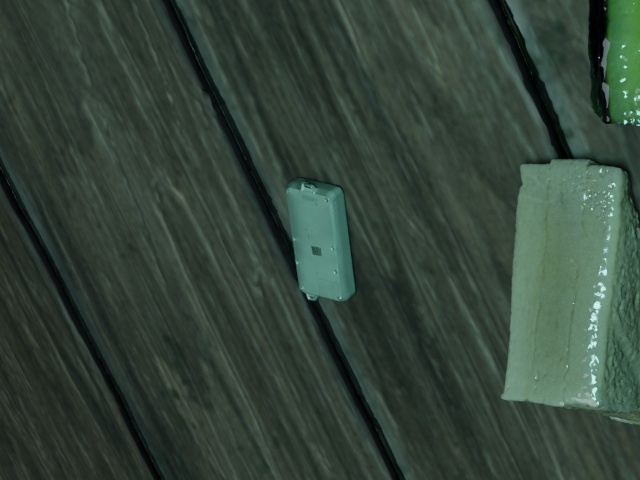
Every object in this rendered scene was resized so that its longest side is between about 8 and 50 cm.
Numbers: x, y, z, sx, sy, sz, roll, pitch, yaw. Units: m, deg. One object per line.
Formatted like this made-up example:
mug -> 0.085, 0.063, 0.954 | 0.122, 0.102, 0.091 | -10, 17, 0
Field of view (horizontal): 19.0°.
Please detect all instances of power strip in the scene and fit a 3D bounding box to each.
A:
power strip -> 0.000, 0.000, 1.267 | 0.040, 0.016, 0.090 | 13, 123, 36

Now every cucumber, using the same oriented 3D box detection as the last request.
cucumber -> 0.175, -0.166, 0.984 | 0.078, 0.062, 0.211 | -3, 112, 5

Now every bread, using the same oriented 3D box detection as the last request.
bread -> 0.167, 0.032, 1.140 | 0.077, 0.105, 0.152 | 6, 88, 39
